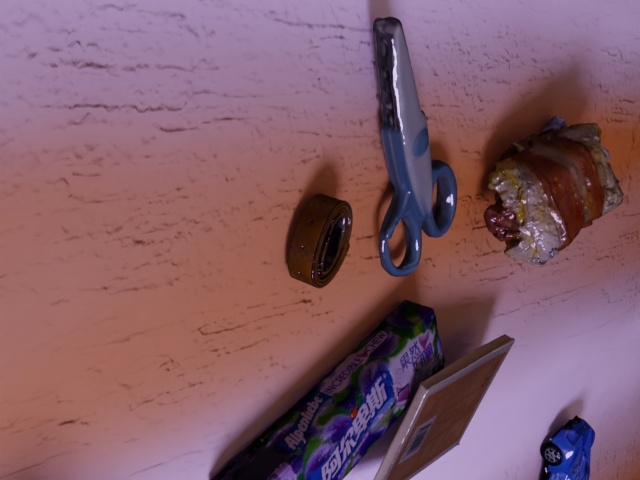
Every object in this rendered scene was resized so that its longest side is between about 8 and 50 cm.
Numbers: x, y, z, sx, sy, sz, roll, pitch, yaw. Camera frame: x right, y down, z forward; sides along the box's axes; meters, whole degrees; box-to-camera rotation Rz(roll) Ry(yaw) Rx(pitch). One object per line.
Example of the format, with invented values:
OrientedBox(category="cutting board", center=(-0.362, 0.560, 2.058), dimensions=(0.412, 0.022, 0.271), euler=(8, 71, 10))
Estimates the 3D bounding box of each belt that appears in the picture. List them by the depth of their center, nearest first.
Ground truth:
OrientedBox(category="belt", center=(0.000, 0.000, 0.897), dimensions=(0.059, 0.036, 0.083), euler=(11, 98, -60))

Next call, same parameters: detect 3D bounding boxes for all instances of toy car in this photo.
OrientedBox(category="toy car", center=(0.390, 0.386, 1.556), dimensions=(0.103, 0.063, 0.216), euler=(-18, 120, -48))

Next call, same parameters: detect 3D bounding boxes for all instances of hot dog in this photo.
OrientedBox(category="hot dog", center=(0.270, -0.060, 1.160), dimensions=(0.213, 0.103, 0.146), euler=(-26, 104, -38))

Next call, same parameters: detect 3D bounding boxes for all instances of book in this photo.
OrientedBox(category="book", center=(0.141, 0.205, 1.134), dimensions=(0.241, 0.018, 0.170), euler=(-13, 131, -57))

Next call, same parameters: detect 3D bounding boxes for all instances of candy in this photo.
OrientedBox(category="candy", center=(0.020, 0.182, 0.987), dimensions=(0.312, 0.061, 0.088), euler=(-40, 132, -35))

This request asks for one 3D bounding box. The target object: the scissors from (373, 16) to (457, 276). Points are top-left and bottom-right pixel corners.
OrientedBox(category="scissors", center=(0.085, -0.092, 0.957), dimensions=(0.138, 0.041, 0.289), euler=(-46, 141, -31))

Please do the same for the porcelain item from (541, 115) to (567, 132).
OrientedBox(category="porcelain item", center=(0.296, -0.119, 1.225), dimensions=(0.036, 0.028, 0.083), euler=(-32, 129, -37))
